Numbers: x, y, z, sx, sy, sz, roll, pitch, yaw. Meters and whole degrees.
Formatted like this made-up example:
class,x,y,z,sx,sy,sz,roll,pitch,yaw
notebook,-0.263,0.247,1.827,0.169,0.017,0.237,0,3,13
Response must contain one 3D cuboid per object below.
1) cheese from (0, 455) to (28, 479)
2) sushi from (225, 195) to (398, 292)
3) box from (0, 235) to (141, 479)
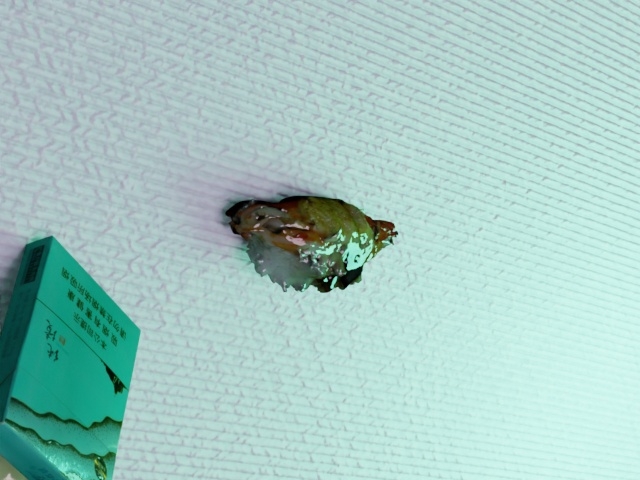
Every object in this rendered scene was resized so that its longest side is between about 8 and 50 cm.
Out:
class,x,y,z,sx,sy,sz,roll,pitch,yaw
cheese,-0.348,0.243,1.379,0.263,0.093,0.159,-54,134,-15
sushi,0.000,0.004,1.591,0.226,0.097,0.103,-1,109,-38
box,-0.243,0.130,1.376,0.161,0.042,0.226,52,30,-37
